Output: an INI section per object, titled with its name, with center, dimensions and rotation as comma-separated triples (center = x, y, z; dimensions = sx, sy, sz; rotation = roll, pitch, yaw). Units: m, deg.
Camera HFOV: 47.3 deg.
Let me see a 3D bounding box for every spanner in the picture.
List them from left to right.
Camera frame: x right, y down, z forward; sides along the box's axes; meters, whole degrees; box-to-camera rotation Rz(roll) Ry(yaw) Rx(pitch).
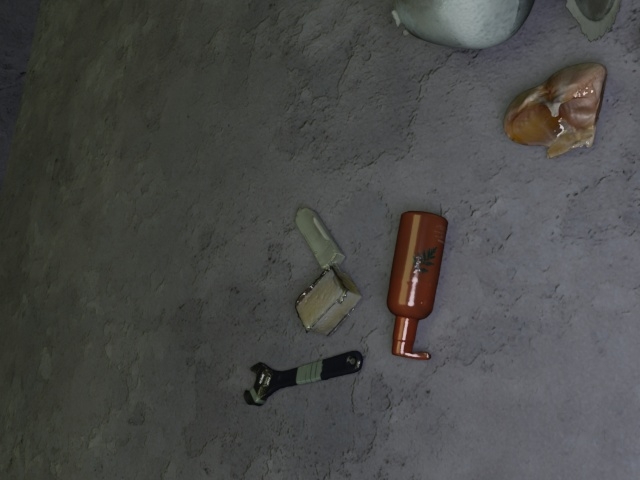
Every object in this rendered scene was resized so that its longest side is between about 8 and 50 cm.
[spanner]
center = -0.039, 0.255, 1.411
dimensions = 0.316, 0.024, 0.087
rotation = -23, 56, 39

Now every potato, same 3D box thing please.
[potato]
center = 0.016, 0.116, 1.372
dimensions = 0.122, 0.061, 0.086
rotation = -48, 48, 21

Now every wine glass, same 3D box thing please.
[wine glass]
center = 0.284, -0.417, 1.159
dimensions = 0.323, 0.238, 0.237
rotation = 6, 81, 47

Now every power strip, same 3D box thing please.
[power strip]
center = 0.000, 0.000, 1.446
dimensions = 0.047, 0.030, 0.191
rotation = -49, 48, 20

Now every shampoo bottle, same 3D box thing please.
[shampoo bottle]
center = 0.158, 0.075, 1.229
dimensions = 0.086, 0.085, 0.244
rotation = 1, 80, 45

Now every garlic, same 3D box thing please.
[garlic]
center = 0.355, -0.201, 1.113
dimensions = 0.175, 0.099, 0.124
rotation = -17, 50, 42
